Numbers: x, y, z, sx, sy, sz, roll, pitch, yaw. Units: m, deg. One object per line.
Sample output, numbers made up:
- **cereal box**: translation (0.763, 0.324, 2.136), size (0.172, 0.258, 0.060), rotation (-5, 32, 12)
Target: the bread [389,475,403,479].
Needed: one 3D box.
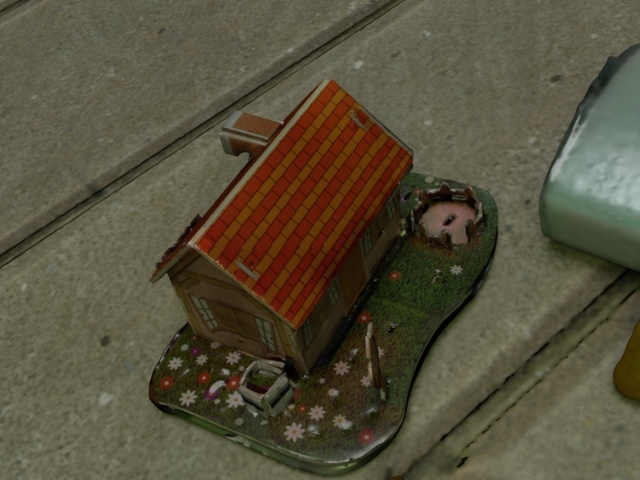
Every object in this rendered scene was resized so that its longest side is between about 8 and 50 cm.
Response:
- **bread**: translation (0.015, 0.217, 0.494), size (0.139, 0.074, 0.084), rotation (-30, 48, -11)

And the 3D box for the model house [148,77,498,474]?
- **model house**: translation (0.000, -0.001, 0.646), size (0.207, 0.154, 0.294), rotation (15, 53, 28)

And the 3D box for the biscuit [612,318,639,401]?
- **biscuit**: translation (0.295, 0.052, 0.529), size (0.183, 0.039, 0.174), rotation (23, 101, 33)

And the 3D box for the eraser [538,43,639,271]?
- **eraser**: translation (0.328, -0.038, 0.625), size (0.290, 0.104, 0.189), rotation (25, 60, 32)
